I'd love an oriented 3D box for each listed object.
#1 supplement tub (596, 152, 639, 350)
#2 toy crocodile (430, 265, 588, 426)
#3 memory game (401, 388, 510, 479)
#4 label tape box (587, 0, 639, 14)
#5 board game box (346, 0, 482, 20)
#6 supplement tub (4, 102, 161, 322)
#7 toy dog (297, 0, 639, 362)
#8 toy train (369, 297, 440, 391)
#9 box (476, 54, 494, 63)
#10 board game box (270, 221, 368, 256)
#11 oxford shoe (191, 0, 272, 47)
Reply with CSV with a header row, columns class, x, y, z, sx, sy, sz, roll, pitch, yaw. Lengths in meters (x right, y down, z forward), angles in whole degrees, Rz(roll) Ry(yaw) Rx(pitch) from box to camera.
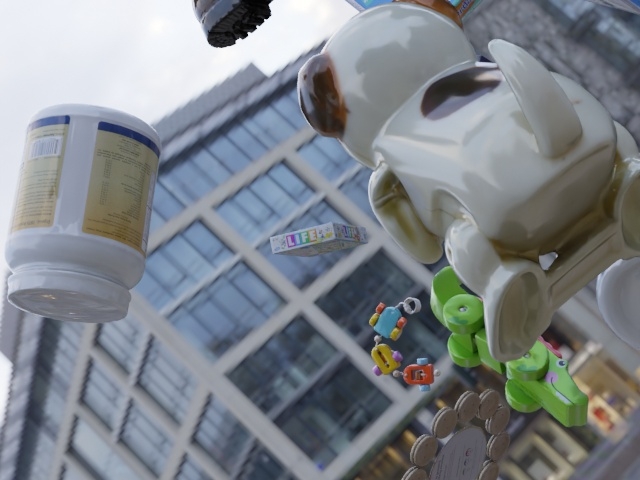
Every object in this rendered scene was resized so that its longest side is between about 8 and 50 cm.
class,x,y,z,sx,sy,sz,roll,pitch,yaw
supplement tub,0.483,0.000,1.783,0.194,0.193,0.316,-56,4,33
toy crocodile,0.287,0.163,1.999,0.105,0.340,0.115,-36,-40,-20
memory game,0.153,0.253,1.469,0.186,0.012,0.186,-24,-54,-37
label tape box,0.407,-0.501,2.235,0.240,0.333,0.106,18,-83,-47
board game box,0.115,-0.357,1.725,0.160,0.210,0.047,-46,-28,-2
supplement tub,-0.389,-0.041,2.119,0.228,0.228,0.316,89,-174,-71
toy dog,0.150,-0.116,1.516,0.284,0.408,0.395,-44,-37,-4
toy train,0.151,0.186,2.300,0.125,0.166,0.046,-9,-2,24
box,0.338,-0.219,2.500,0.261,0.103,0.184,24,-102,-37
board game box,0.000,0.000,1.993,0.103,0.026,0.154,-14,-7,19
oxford shoe,-0.053,-0.312,1.387,0.227,0.096,0.083,-34,-22,16
